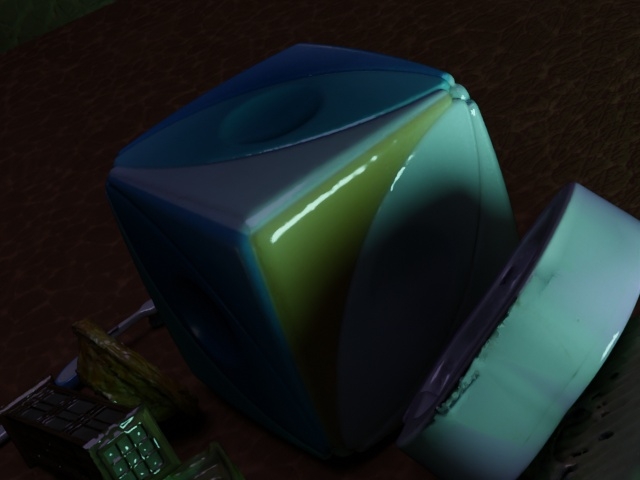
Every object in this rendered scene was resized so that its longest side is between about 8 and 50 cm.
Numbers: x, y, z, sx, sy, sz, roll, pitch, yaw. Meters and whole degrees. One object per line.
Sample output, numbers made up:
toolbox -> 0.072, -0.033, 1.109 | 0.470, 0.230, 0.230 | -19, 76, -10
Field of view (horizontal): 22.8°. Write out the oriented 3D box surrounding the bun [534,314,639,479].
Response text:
bun -> 0.314, 0.193, 1.480 | 0.273, 0.168, 0.273 | -57, 16, 27

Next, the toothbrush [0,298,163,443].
toothbrush -> -0.334, 0.179, 2.101 | 0.386, 0.040, 0.040 | -38, 33, -25

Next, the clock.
clock -> 0.203, 0.102, 1.605 | 0.339, 0.102, 0.338 | -56, 0, 0

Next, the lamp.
lamp -> -0.279, 0.229, 1.862 | 0.090, 0.089, 0.325 | -37, 19, -24

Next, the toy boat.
toy boat -> -0.111, 0.324, 1.681 | 0.111, 0.084, 0.276 | -25, 26, 0

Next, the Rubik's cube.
Rubik's cube -> 0.000, 0.000, 1.863 | 0.347, 0.352, 0.351 | -35, 30, -24

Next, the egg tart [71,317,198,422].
egg tart -> -0.235, 0.170, 1.937 | 0.191, 0.191, 0.074 | 23, 74, 51
